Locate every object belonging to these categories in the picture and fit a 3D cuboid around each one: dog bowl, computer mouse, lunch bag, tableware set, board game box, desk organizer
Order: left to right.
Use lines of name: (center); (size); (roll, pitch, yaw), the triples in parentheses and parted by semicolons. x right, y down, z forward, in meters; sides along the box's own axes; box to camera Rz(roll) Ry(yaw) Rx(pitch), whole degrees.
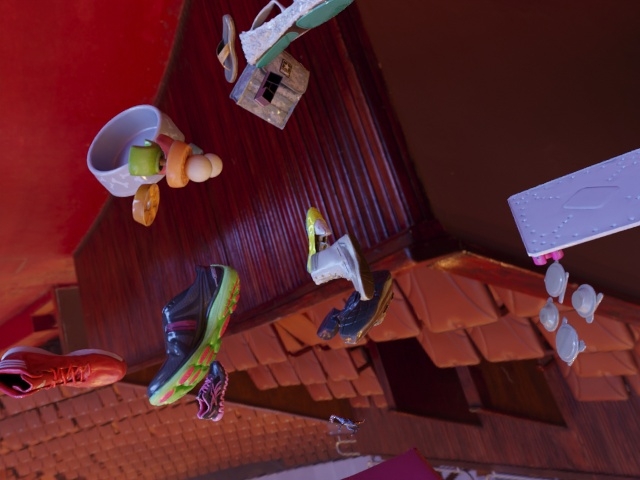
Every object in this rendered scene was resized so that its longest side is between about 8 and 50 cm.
dog bowl: (-0.648, -0.323, 1.402); (0.349, 0.348, 0.102); (-19, 146, 12)
desk organizer: (-0.187, -0.552, 1.468); (0.050, 0.130, 0.047); (1, 154, 48)
lunch bag: (-0.201, -0.658, 1.707); (0.236, 0.169, 0.286); (23, 106, -35)
computer mouse: (0.047, 0.179, 0.935); (0.071, 0.041, 0.242); (-59, -179, -32)
tableware set: (0.432, 0.123, 0.718); (0.020, 0.140, 0.168); (5, -158, 2)
board game box: (0.753, -0.100, 1.120); (0.391, 0.050, 0.390); (-22, -160, 25)

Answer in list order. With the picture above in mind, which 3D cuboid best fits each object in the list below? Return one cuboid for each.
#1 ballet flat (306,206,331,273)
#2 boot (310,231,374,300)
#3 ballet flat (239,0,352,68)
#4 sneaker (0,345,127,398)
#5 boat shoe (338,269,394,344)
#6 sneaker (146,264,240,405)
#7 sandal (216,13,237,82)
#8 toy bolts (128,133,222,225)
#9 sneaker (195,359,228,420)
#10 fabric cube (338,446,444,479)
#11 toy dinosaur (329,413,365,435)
ballet flat: (0.000, 0.000, 1.325); (0.077, 0.230, 0.077); (9, 167, -44)
boot: (0.059, 0.101, 1.194); (0.165, 0.213, 0.077); (-30, 150, 24)
ballet flat: (-0.090, -0.684, 1.225); (0.409, 0.146, 0.147); (-24, 167, 27)
sneaker: (-0.495, 0.265, 0.773); (0.222, 0.086, 0.128); (8, -175, -22)
boat shoe: (0.178, 0.237, 1.393); (0.123, 0.119, 0.324); (-3, -146, 40)
sneaker: (-0.429, 0.292, 1.321); (0.203, 0.482, 0.185); (16, 149, 9)
sandal: (-0.275, -0.551, 1.167); (0.049, 0.072, 0.180); (-17, 132, -27)
toy bolts: (-0.327, -0.146, 0.958); (0.159, 0.218, 0.228); (11, -152, -6)
sneaker: (-0.224, 0.305, 0.822); (0.047, 0.119, 0.057); (-14, 159, 40)
fabric cube: (0.139, 0.571, 0.732); (0.255, 0.258, 0.258); (-22, 166, -4)
toy dinosaur: (0.071, 0.532, 1.186); (0.090, 0.082, 0.047); (-28, 154, -52)
